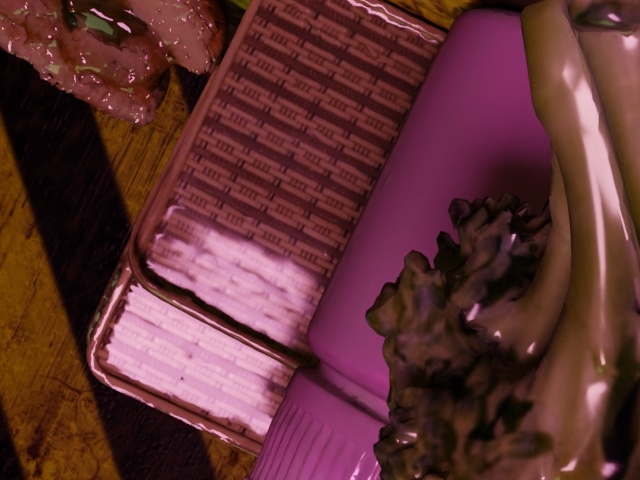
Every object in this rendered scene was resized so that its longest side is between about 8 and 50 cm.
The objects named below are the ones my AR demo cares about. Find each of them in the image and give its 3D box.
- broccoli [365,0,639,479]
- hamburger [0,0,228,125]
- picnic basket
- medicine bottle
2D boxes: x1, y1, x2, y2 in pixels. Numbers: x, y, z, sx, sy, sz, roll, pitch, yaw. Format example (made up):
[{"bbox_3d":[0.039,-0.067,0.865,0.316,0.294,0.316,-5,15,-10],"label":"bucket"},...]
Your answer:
[{"bbox_3d":[0.156,0.038,0.508,0.288,0.259,0.235,-17,159,6],"label":"broccoli"},{"bbox_3d":[-0.171,-0.191,0.953,0.262,0.124,0.131,37,-150,5],"label":"hamburger"},{"bbox_3d":[0.000,0.000,0.931,0.228,0.312,0.175,27,-179,-3],"label":"picnic basket"},{"bbox_3d":[0.095,0.037,0.756,0.178,0.290,0.178,24,-178,-1],"label":"medicine bottle"}]
